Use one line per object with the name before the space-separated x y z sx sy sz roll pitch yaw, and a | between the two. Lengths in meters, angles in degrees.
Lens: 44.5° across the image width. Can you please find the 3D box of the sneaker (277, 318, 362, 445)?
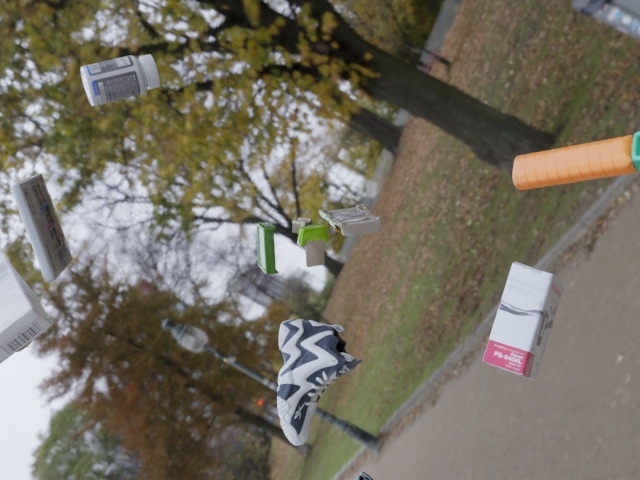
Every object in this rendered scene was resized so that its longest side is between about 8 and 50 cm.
sneaker | 0.004 0.263 1.474 0.094 0.153 0.235 48 -141 -65

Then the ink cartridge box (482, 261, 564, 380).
ink cartridge box | 0.295 0.118 1.132 0.109 0.063 0.150 29 -101 -62

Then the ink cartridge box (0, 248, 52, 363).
ink cartridge box | -0.535 0.113 1.208 0.181 0.224 0.056 -38 -45 -10

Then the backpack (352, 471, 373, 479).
backpack | 0.073 0.493 1.352 0.115 0.152 0.182 -29 27 7

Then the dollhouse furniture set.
dollhouse furniture set | 0.000 0.000 0.963 0.076 0.151 0.059 -142 47 -64

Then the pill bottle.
pill bottle | -0.386 -0.313 1.512 0.137 0.078 0.078 -18 -22 -18

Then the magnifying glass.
magnifying glass | 0.245 -0.066 0.546 0.231 0.026 0.092 -9 56 40

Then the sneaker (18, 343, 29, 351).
sneaker | -0.596 0.133 1.377 0.296 0.112 0.131 -14 60 40

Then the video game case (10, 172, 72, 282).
video game case | -0.442 -0.023 1.248 0.143 0.019 0.157 -121 14 -77
